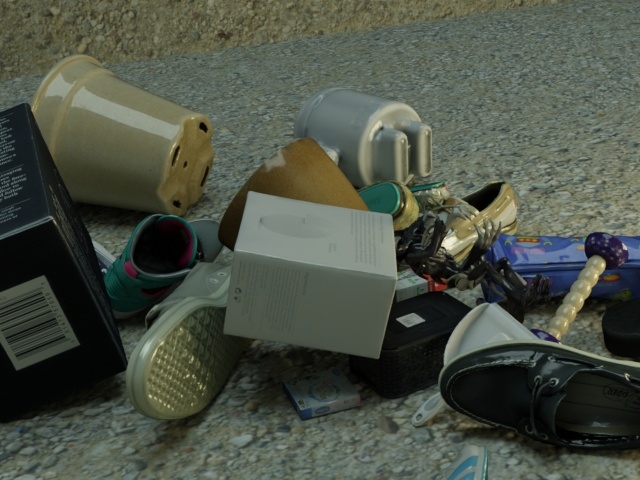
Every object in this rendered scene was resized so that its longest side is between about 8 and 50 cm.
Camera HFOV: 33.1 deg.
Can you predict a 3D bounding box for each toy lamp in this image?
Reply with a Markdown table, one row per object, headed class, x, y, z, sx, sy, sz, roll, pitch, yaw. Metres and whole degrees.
| class | x | y | z | sx | sy | sz | roll | pitch | yaw |
| --- | --- | --- | --- | --- | --- | --- | --- | --- | --- |
| toy lamp | 0.365 | 0.104 | 1.595 | 0.080 | 0.080 | 0.274 | 15 | 52 | 36 |

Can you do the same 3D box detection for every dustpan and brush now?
| class | x | y | z | sx | sy | sz | roll | pitch | yaw |
| --- | --- | --- | --- | --- | --- | --- | --- | --- | --- |
| dustpan and brush | 0.211 | 0.189 | 1.504 | 0.211 | 0.060 | 0.147 | -45 | 55 | -3 |

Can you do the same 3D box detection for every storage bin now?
| class | x | y | z | sx | sy | sz | roll | pitch | yaw |
| --- | --- | --- | --- | --- | --- | --- | --- | --- | --- |
| storage bin | 0.141 | 0.152 | 1.608 | 0.180 | 0.084 | 0.122 | -16 | 26 | -26 |

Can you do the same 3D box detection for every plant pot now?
| class | x | y | z | sx | sy | sz | roll | pitch | yaw |
| --- | --- | --- | --- | --- | --- | --- | --- | --- | --- |
| plant pot | -0.403 | -0.191 | 2.245 | 0.306 | 0.333 | 0.334 | 17 | 30 | 17 |
| plant pot | 0.000 | 0.000 | 1.796 | 0.254 | 0.237 | 0.237 | 43 | 42 | 15 |

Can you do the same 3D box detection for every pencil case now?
| class | x | y | z | sx | sy | sz | roll | pitch | yaw |
| --- | --- | --- | --- | --- | --- | --- | --- | --- | --- |
| pencil case | 0.407 | 0.047 | 1.753 | 0.306 | 0.119 | 0.133 | -1 | 3 | 8 |

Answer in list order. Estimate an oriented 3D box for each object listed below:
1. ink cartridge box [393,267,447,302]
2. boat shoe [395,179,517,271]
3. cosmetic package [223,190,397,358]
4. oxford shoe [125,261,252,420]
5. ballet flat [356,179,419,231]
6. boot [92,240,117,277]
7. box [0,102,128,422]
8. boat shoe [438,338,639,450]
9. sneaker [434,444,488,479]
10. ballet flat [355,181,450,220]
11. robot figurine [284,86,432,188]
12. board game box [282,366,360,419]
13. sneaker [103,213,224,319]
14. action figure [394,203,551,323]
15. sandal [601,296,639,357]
| class | x | y | z | sx | sy | sz | roll | pitch | yaw |
| --- | --- | --- | --- | --- | --- | --- | --- | --- | --- |
| ink cartridge box | 0.165 | 0.072 | 1.852 | 0.115 | 0.029 | 0.063 | -15 | 26 | -22 |
| boat shoe | 0.242 | -0.031 | 1.978 | 0.302 | 0.103 | 0.113 | -24 | 30 | -36 |
| cosmetic package | -0.012 | 0.046 | 1.554 | 0.225 | 0.138 | 0.224 | 9 | 24 | -1 |
| oxford shoe | -0.200 | 0.139 | 1.602 | 0.130 | 0.169 | 0.449 | 5 | 18 | 13 |
| ballet flat | 0.019 | -0.020 | 1.965 | 0.349 | 0.123 | 0.123 | -16 | 18 | 24 |
| boot | -0.420 | 0.054 | 1.940 | 0.086 | 0.069 | 0.190 | -21 | 30 | -39 |
| box | -0.470 | 0.021 | 1.643 | 0.212 | 0.293 | 0.395 | -22 | 35 | -6 |
| boat shoe | 0.320 | 0.212 | 1.392 | 0.340 | 0.127 | 0.113 | 10 | 14 | 8 |
| sneaker | 0.145 | 0.309 | 1.251 | 0.092 | 0.087 | 0.228 | 2 | 23 | 19 |
| ballet flat | 0.148 | -0.066 | 2.095 | 0.241 | 0.077 | 0.091 | -2 | 15 | 43 |
| robot figurine | 0.081 | -0.218 | 2.309 | 0.300 | 0.199 | 0.354 | -18 | 27 | -39 |
| board game box | 0.001 | 0.220 | 1.556 | 0.090 | 0.020 | 0.090 | -12 | 25 | -15 |
| sneaker | -0.246 | 0.011 | 1.846 | 0.295 | 0.123 | 0.178 | -37 | -4 | -43 |
| action figure | 0.223 | 0.018 | 1.662 | 0.276 | 0.140 | 0.164 | 30 | 12 | 26 |
| sandal | 0.649 | 0.124 | 1.590 | 0.446 | 0.107 | 0.167 | -10 | 21 | 20 |
